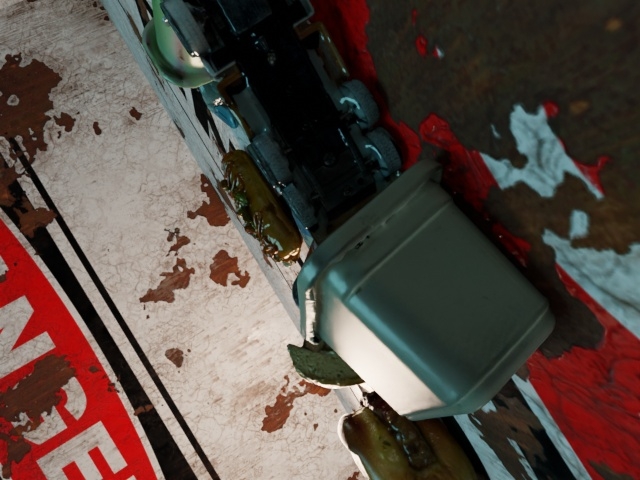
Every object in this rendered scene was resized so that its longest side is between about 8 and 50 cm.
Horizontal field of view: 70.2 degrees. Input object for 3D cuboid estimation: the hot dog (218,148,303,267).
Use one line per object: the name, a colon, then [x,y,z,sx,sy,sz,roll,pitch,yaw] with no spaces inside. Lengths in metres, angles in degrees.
hot dog: [-0.166,-0.079,1.199,0.349,0.117,0.158,56,166,14]

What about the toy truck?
toy truck: [-0.052,-0.173,0.505,0.338,0.133,0.184,58,176,-20]

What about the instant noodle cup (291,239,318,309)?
instant noodle cup: [0.017,0.055,0.800,0.127,0.127,0.135,52,148,29]

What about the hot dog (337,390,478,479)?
hot dog: [0.161,0.451,1.011,0.223,0.185,0.405,57,167,4]

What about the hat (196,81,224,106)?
hat: [-0.210,-0.317,0.884,0.138,0.078,0.191,-117,2,-71]

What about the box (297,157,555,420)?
box: [0.098,0.086,0.498,0.182,0.175,0.312,46,164,16]

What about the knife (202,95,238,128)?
knife: [-0.261,-0.337,1.166,0.222,0.031,0.064,45,158,45]

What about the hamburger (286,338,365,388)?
hamburger: [0.059,0.198,0.780,0.135,0.208,0.155,54,162,33]

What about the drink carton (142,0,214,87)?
drink carton: [-0.202,-0.344,0.707,0.146,0.144,0.142,58,161,4]

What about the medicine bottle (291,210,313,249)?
medicine bottle: [0.000,0.000,0.895,0.090,0.054,0.208,39,158,47]
